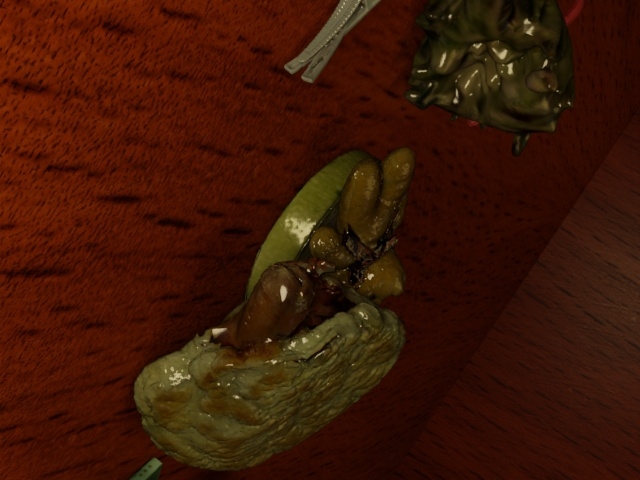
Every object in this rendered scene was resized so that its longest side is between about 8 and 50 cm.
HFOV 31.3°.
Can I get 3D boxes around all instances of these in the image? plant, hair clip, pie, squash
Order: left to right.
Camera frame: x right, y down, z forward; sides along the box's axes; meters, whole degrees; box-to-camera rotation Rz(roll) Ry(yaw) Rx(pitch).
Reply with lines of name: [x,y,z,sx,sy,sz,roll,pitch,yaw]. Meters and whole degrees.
pie: [-0.041,0.137,1.125,0.274,0.105,0.257,-38,144,18]
squash: [-0.004,-0.003,1.241,0.219,0.041,0.219,-52,167,-17]
hair clip: [0.012,-0.181,0.937,0.115,0.030,0.039,-54,145,-12]
plant: [0.235,-0.254,1.210,0.333,0.180,0.251,-52,175,-23]

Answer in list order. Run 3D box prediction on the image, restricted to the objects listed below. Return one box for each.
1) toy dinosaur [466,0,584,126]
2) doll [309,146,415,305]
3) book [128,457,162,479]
toy dinosaur: [0.263,-0.240,1.517,0.286,0.070,0.139,-51,174,-26]
doll: [0.051,0.001,1.154,0.137,0.097,0.209,-39,155,-38]
book: [-0.227,0.308,1.240,0.135,0.017,0.103,-40,158,-43]
